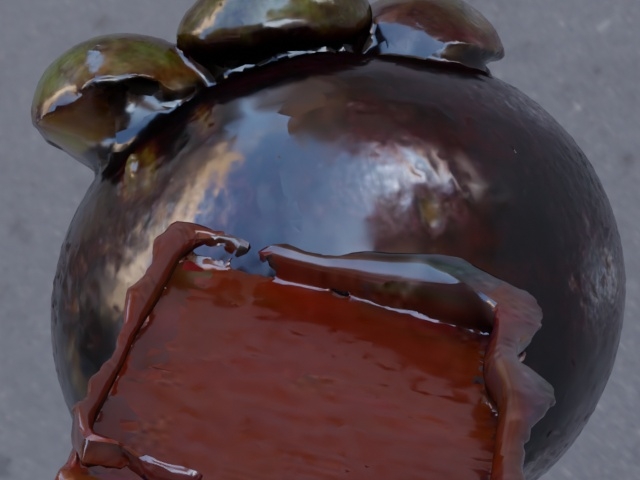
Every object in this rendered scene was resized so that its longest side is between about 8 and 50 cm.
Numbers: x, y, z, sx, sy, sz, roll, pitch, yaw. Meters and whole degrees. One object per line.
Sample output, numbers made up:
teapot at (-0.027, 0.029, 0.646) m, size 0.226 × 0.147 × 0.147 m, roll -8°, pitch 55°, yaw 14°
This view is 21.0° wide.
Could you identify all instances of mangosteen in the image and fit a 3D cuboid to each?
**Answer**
mangosteen at (0.000, 0.000, 0.914) m, size 0.307 × 0.307 × 0.347 m, roll -21°, pitch 83°, yaw 25°

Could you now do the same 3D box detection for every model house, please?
model house at (-0.022, 0.146, 0.665) m, size 0.196 × 0.160 × 0.254 m, roll -75°, pitch 0°, yaw -65°
